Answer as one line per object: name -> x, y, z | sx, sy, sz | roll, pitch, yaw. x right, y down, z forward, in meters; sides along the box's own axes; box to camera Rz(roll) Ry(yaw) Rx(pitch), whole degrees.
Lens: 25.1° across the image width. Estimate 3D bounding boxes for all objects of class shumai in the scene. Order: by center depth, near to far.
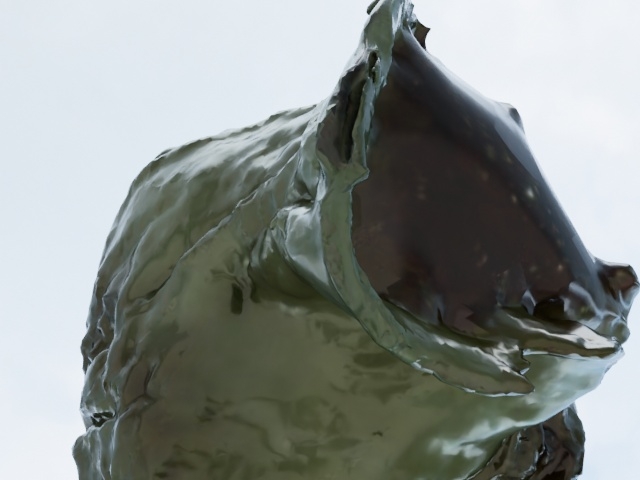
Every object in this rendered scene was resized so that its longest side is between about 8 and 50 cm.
shumai -> 0.000, 0.000, 0.701 | 0.292, 0.288, 0.330 | -15, -138, -6
